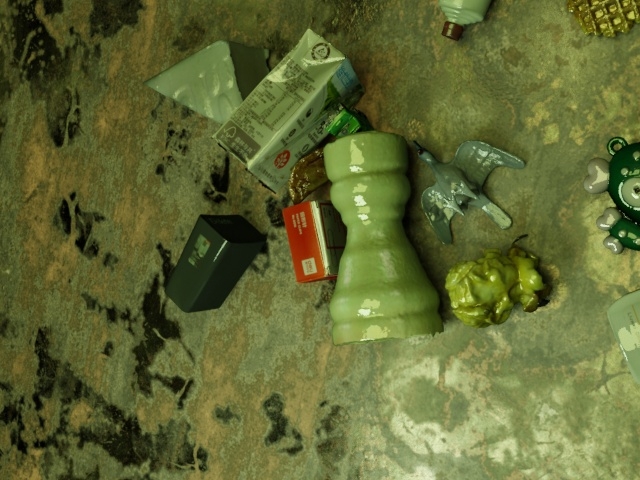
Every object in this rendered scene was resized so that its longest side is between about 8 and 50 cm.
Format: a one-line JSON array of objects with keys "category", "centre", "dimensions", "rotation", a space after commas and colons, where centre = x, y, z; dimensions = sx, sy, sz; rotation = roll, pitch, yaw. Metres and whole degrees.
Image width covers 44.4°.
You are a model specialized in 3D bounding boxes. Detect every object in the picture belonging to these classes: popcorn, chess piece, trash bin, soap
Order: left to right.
[{"category": "trash bin", "centre": [-0.265, 0.056, 1.928], "dimensions": [0.115, 0.165, 0.225], "rotation": [42, 112, 23]}, {"category": "soap", "centre": [-0.261, -0.328, 1.936], "dimensions": [0.302, 0.159, 0.257], "rotation": [-20, 82, 30]}, {"category": "chess piece", "centre": [0.123, -0.003, 1.681], "dimensions": [0.234, 0.234, 0.441], "rotation": [-11, 79, 30]}, {"category": "popcorn", "centre": [0.349, 0.085, 1.572], "dimensions": [0.195, 0.168, 0.173], "rotation": [-28, 39, 17]}]

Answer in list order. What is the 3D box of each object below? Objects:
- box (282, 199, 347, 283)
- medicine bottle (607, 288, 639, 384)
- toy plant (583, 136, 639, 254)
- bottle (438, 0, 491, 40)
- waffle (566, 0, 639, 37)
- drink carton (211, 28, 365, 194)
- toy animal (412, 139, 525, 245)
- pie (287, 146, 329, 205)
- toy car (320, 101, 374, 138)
[{"category": "box", "centre": [0.000, 0.000, 1.789], "dimensions": [0.099, 0.133, 0.182], "rotation": [-15, 81, 31]}, {"category": "medicine bottle", "centre": [0.696, 0.135, 1.392], "dimensions": [0.324, 0.124, 0.179], "rotation": [-24, 78, 26]}, {"category": "toy plant", "centre": [0.614, -0.096, 1.446], "dimensions": [0.233, 0.113, 0.243], "rotation": [-19, 86, 24]}, {"category": "bottle", "centre": [0.316, -0.536, 1.628], "dimensions": [0.104, 0.104, 0.245], "rotation": [29, 103, 27]}, {"category": "waffle", "centre": [0.562, -0.488, 1.522], "dimensions": [0.191, 0.038, 0.191], "rotation": [-1, 88, 30]}, {"category": "drink carton", "centre": [-0.066, -0.281, 1.742], "dimensions": [0.132, 0.194, 0.324], "rotation": [42, 91, 19]}, {"category": "toy animal", "centre": [0.298, -0.122, 1.653], "dimensions": [0.255, 0.176, 0.239], "rotation": [37, 115, -11]}, {"category": "pie", "centre": [-0.002, -0.166, 1.791], "dimensions": [0.191, 0.088, 0.033], "rotation": [-33, 27, -7]}, {"category": "toy car", "centre": [0.063, -0.252, 1.737], "dimensions": [0.071, 0.165, 0.062], "rotation": [-47, 74, 15]}]
